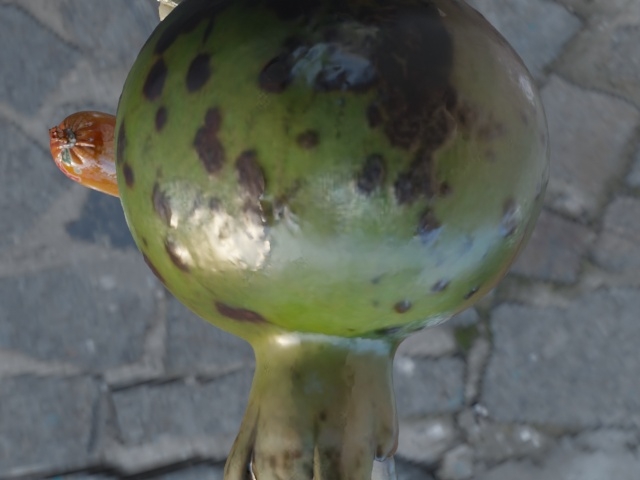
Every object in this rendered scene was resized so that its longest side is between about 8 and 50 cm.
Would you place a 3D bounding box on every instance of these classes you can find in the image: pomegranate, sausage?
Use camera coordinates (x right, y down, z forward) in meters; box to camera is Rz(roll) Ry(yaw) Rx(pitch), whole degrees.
[{"bbox_3d":[-0.011,-0.007,1.028,0.242,0.242,0.306,15,103,-23],"label":"pomegranate"},{"bbox_3d":[-0.076,-0.038,1.349,0.053,0.053,0.348,-51,146,16],"label":"sausage"}]

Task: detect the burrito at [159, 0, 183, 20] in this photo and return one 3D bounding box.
[{"bbox_3d":[-0.005,-0.134,1.122,0.185,0.041,0.045,3,93,5],"label":"burrito"}]
